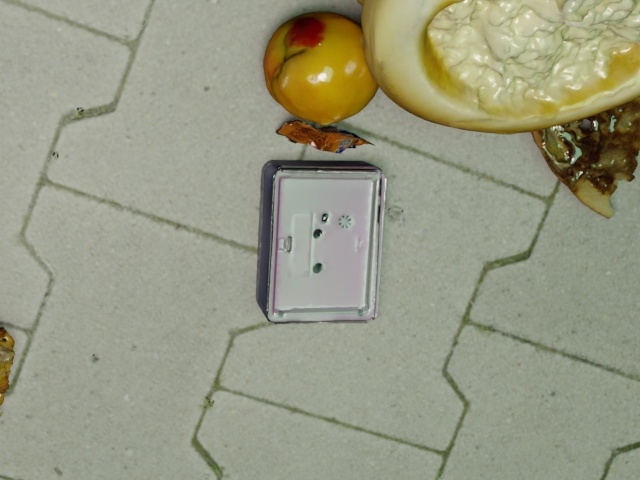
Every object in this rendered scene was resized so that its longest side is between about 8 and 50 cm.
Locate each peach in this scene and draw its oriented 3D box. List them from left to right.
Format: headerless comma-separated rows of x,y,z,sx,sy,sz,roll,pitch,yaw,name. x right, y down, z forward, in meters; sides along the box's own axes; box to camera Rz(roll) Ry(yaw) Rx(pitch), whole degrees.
0.006,-0.201,1.502,0.138,0.138,0.138,-3,103,-14,peach

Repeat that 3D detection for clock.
0.001,0.000,1.579,0.145,0.073,0.193,0,102,-15,clock

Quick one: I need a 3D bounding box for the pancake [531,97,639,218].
0.326,-0.171,1.637,0.212,0.056,0.257,13,91,-24,pancake

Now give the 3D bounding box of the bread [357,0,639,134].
0.245,-0.291,1.425,0.424,0.329,0.245,-12,67,-8,bread

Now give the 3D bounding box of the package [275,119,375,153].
0.006,-0.123,1.556,0.111,0.077,0.033,8,98,-27,package

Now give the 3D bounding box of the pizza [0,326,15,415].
-0.436,0.087,1.478,0.161,0.085,0.305,-18,105,13,pizza
